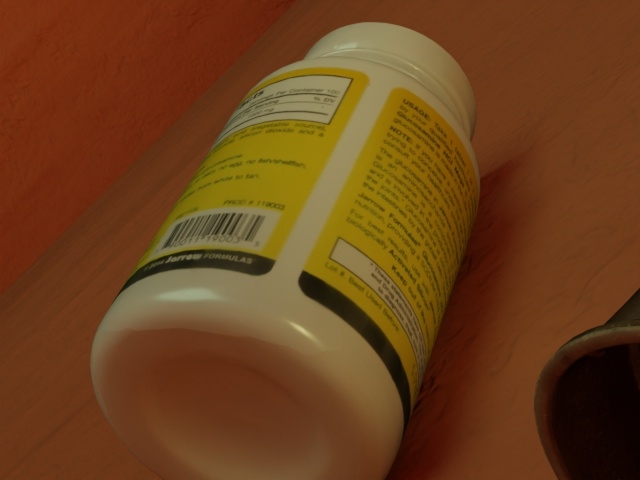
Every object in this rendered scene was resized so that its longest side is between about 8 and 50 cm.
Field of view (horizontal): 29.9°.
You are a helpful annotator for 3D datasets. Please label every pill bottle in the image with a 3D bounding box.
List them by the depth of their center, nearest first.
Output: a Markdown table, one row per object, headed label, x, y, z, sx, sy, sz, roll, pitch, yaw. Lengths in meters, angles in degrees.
| label | x | y | z | sx | sy | sz | roll | pitch | yaw |
| --- | --- | --- | --- | --- | --- | --- | --- | --- | --- |
| pill bottle | 0.000 | 0.000 | 0.789 | 0.188 | 0.188 | 0.334 | -32 | 22 | 40 |

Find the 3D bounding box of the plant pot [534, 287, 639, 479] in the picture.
| label | x | y | z | sx | sy | sz | roll | pitch | yaw |
| --- | --- | --- | --- | --- | --- | --- | --- | --- | --- |
| plant pot | 0.178 | 0.031 | 0.358 | 0.165 | 0.167 | 0.167 | -47 | 15 | -26 |
